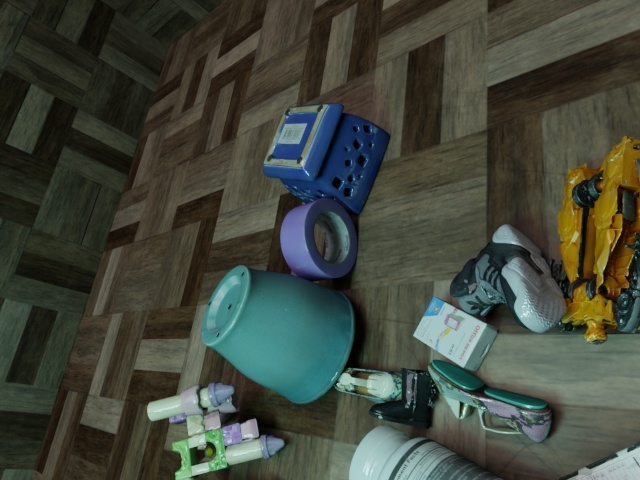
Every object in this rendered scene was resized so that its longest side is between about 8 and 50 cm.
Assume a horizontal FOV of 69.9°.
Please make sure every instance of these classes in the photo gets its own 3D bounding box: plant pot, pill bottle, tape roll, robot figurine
[{"bbox_3d":[0.001,-0.223,1.186,0.236,0.212,0.236,15,82,48],"label":"plant pot"},{"bbox_3d":[-0.109,0.187,1.007,0.272,0.255,0.271,-39,34,34],"label":"plant pot"},{"bbox_3d":[0.186,0.407,0.703,0.278,0.162,0.162,12,78,48],"label":"pill bottle"},{"bbox_3d":[0.000,0.000,1.086,0.080,0.189,0.189,-13,61,42],"label":"tape roll"},{"bbox_3d":[0.426,0.009,0.679,0.211,0.085,0.291,108,172,-78],"label":"robot figurine"}]

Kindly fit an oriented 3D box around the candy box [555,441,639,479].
[{"bbox_3d":[0.414,0.278,0.540,0.233,0.159,0.071,-41,44,24],"label":"candy box"}]

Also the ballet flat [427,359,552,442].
[{"bbox_3d":[0.269,0.271,0.766,0.221,0.077,0.079,12,98,48],"label":"ballet flat"}]

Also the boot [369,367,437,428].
[{"bbox_3d":[0.156,0.289,0.855,0.121,0.045,0.099,6,81,14],"label":"boot"}]

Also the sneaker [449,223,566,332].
[{"bbox_3d":[0.299,0.088,0.758,0.153,0.101,0.268,-51,6,29],"label":"sneaker"}]

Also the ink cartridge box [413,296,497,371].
[{"bbox_3d":[0.248,0.171,0.846,0.122,0.052,0.088,28,90,48],"label":"ink cartridge box"}]

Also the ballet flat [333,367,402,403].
[{"bbox_3d":[0.098,0.292,0.927,0.188,0.070,0.070,-11,62,42],"label":"ballet flat"}]

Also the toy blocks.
[{"bbox_3d":[-0.204,0.478,1.063,0.260,0.309,0.288,-16,66,2],"label":"toy blocks"}]
